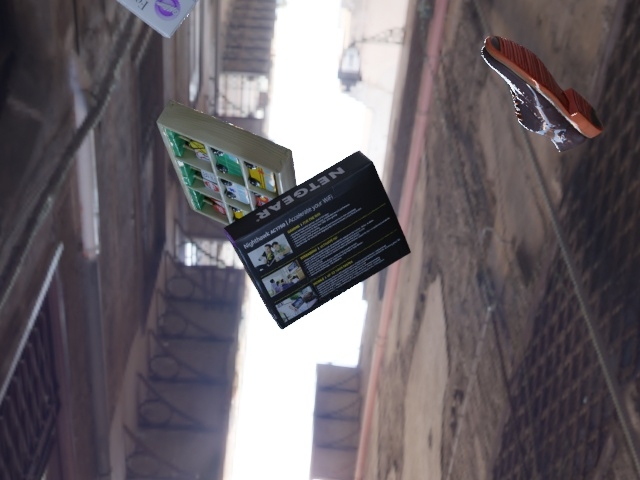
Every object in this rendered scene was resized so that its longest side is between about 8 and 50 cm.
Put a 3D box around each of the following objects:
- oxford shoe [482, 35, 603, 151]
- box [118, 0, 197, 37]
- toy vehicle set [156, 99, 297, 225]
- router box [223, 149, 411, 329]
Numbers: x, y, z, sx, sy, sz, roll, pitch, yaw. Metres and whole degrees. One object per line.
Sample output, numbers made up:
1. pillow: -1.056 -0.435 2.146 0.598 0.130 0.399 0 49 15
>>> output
1. oxford shoe: 0.359 -0.241 1.573 0.271 0.098 0.097 36 -143 -21
2. box: -0.279 -0.344 1.004 0.324 0.063 0.067 36 -176 -17
3. toy vehicle set: -0.110 -0.076 1.212 0.166 0.267 0.035 23 -109 11
4. router box: 0.000 0.000 1.041 0.179 0.133 0.046 -30 -148 -8
